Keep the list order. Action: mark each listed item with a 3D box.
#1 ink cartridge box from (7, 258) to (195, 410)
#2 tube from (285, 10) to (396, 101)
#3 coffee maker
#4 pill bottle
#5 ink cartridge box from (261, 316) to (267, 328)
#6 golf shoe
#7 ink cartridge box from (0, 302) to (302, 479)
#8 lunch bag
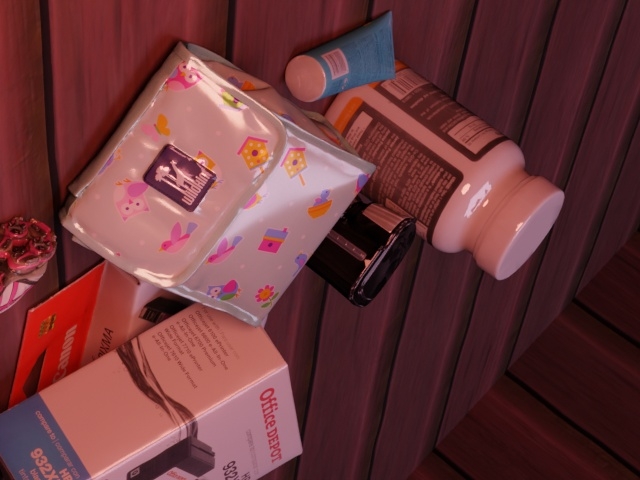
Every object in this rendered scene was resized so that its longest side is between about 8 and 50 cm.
[{"bbox_3d":[-0.236,0.120,2.125,0.239,0.060,0.275,-39,158,-41],"label":"ink cartridge box"},{"bbox_3d":[0.035,-0.204,2.200,0.207,0.052,0.080,-27,122,-55],"label":"tube"},{"bbox_3d":[0.000,0.000,2.290,0.171,0.178,0.120,-60,160,21],"label":"coffee maker"},{"bbox_3d":[0.143,-0.084,2.326,0.162,0.278,0.162,-45,161,-20],"label":"pill bottle"},{"bbox_3d":[-0.158,0.163,2.221,0.232,0.066,0.189,-43,161,-40],"label":"ink cartridge box"},{"bbox_3d":[-0.314,0.050,1.773,0.186,0.067,0.086,-32,155,-49],"label":"golf shoe"},{"bbox_3d":[-0.184,0.214,2.096,0.307,0.129,0.223,-30,151,-14],"label":"ink cartridge box"},{"bbox_3d":[-0.110,-0.059,1.928,0.262,0.160,0.223,26,105,-48],"label":"lunch bag"}]
